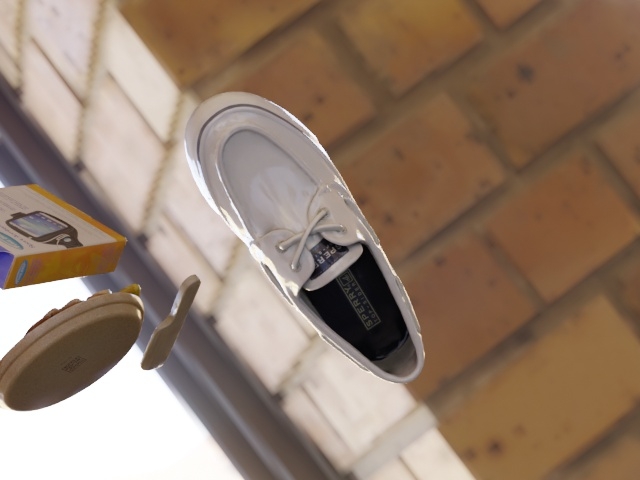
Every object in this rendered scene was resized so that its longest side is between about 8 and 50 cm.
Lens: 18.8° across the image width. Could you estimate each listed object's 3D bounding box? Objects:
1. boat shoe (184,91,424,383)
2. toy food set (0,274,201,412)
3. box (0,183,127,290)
[{"bbox_3d":[0.000,0.000,1.395,0.095,0.258,0.084,-42,27,0],"label":"boat shoe"},{"bbox_3d":[-0.179,0.072,1.314,0.192,0.038,0.132,-21,-25,-35],"label":"toy food set"},{"bbox_3d":[-0.191,-0.003,1.196,0.136,0.081,0.028,-12,-52,-60],"label":"box"}]
